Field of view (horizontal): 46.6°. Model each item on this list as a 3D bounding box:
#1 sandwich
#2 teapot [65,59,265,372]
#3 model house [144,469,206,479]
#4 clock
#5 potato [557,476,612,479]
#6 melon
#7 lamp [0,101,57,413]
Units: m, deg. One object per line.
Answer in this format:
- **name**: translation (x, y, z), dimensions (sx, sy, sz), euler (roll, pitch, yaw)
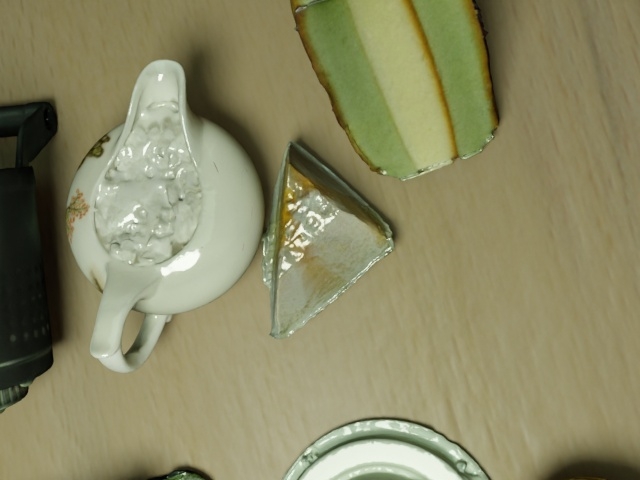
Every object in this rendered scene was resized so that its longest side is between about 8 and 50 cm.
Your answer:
- **sandwich**: translation (0.068, -0.212, 0.742), dimensions (0.155, 0.227, 0.198), euler (-20, 44, 9)
- **teapot**: translation (-0.159, -0.018, 0.739), dimensions (0.204, 0.139, 0.298), euler (4, 83, 8)
- **model house**: translation (-0.233, 0.358, 0.697), dimensions (0.294, 0.154, 0.207), euler (-21, 78, 7)
- **clock**: translation (0.060, 0.292, 0.704), dimensions (0.237, 0.053, 0.236), euler (-1, 83, 11)
- **potato**: translation (0.238, 0.281, 0.629), dimensions (0.204, 0.178, 0.158), euler (-18, 57, 18)
- **melon**: translation (0.004, 0.000, 0.733), dimensions (0.140, 0.093, 0.202), euler (5, 89, 3)
- **lamp**: translation (-0.374, 0.043, 0.730), dimensions (0.205, 0.374, 0.272), euler (-3, 114, 4)
